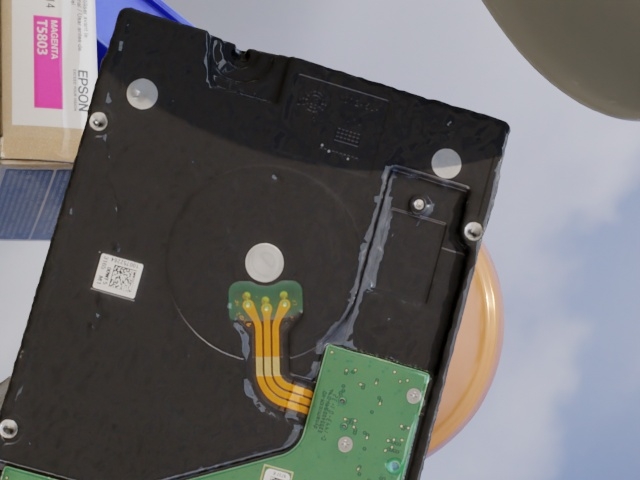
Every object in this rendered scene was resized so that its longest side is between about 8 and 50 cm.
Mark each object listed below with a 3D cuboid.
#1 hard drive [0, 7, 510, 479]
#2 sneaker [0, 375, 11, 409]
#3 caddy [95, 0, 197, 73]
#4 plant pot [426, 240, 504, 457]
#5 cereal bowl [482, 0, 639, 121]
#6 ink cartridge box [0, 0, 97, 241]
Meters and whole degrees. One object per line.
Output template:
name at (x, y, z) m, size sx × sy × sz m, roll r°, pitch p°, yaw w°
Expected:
hard drive at (-0.048, 0.064, 1.034) m, size 0.064 × 0.237 × 0.339 m, roll 140°, pitch -35°, yaw -79°
sneaker at (-0.266, 0.178, 1.528) m, size 0.232 × 0.090 × 0.115 m, roll -11°, pitch -124°, yaw 11°
caddy at (-0.233, -0.129, 1.950) m, size 0.179 × 0.341 × 0.241 m, roll -43°, pitch -170°, yaw 51°
plant pot at (0.011, 0.066, 1.592) m, size 0.203 × 0.291 × 0.291 m, roll 31°, pitch 81°, yaw -81°
cereal bowl at (0.184, -0.241, 0.998) m, size 0.339 × 0.141 × 0.339 m, roll 53°, pitch -25°, yaw 39°
ink cartridge box at (-0.250, -0.138, 1.594) m, size 0.193 × 0.088 × 0.235 m, roll 132°, pitch -42°, yaw -64°
